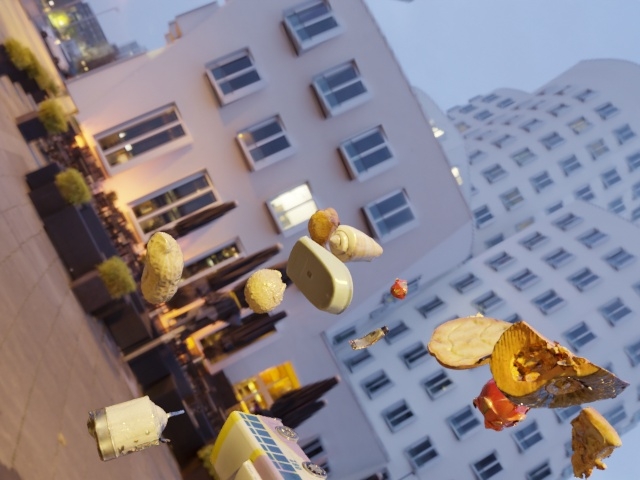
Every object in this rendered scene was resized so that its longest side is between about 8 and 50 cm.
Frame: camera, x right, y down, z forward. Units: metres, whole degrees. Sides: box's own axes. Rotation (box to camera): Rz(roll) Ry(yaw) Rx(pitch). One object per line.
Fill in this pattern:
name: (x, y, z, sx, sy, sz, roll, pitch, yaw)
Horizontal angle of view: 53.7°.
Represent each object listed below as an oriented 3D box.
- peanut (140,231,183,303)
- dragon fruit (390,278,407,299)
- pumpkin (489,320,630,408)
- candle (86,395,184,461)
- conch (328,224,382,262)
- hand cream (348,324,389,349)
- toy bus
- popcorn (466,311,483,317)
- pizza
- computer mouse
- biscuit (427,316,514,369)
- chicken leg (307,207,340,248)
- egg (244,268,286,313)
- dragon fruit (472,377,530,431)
peanut: (-0.578, 0.102, 2.303, 0.153, 0.140, 0.325, 52, -40, 39)
dragon fruit: (0.305, 0.186, 2.470, 0.083, 0.060, 0.056, -86, -175, -50)
pumpkin: (0.523, 0.265, 1.407, 0.280, 0.139, 0.190, -32, -141, 42)
candle: (-0.637, 0.645, 2.219, 0.187, 0.330, 0.187, 168, -90, -69)
conch: (0.138, 0.035, 2.437, 0.158, 0.255, 0.127, -62, -153, 25)
hand cream: (0.194, 0.383, 2.484, 0.062, 0.163, 0.039, -120, -173, -54)
toy bus: (-0.157, 0.728, 1.942, 0.249, 0.209, 0.440, 24, 5, -33)
popcorn: (0.525, 0.277, 2.154, 0.084, 0.084, 0.084, 58, -14, 23)
pizza: (0.895, 0.691, 2.124, 0.296, 0.071, 0.189, 95, -22, -44)
computer mouse: (0.002, 0.090, 1.580, 0.231, 0.079, 0.127, 48, -57, 36)
biscuit: (0.420, 0.275, 1.710, 0.203, 0.260, 0.041, -93, 171, -64)
chicken leg: (-0.003, 0.000, 2.253, 0.107, 0.087, 0.251, 22, -73, 34)
egg: (-0.169, 0.150, 1.897, 0.116, 0.118, 0.140, 144, -41, -65)
dragon fruit: (0.759, 0.673, 2.619, 0.224, 0.224, 0.227, 56, -34, 31)
